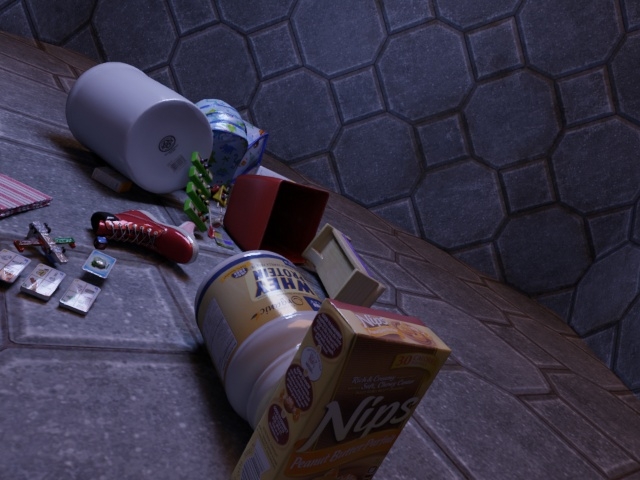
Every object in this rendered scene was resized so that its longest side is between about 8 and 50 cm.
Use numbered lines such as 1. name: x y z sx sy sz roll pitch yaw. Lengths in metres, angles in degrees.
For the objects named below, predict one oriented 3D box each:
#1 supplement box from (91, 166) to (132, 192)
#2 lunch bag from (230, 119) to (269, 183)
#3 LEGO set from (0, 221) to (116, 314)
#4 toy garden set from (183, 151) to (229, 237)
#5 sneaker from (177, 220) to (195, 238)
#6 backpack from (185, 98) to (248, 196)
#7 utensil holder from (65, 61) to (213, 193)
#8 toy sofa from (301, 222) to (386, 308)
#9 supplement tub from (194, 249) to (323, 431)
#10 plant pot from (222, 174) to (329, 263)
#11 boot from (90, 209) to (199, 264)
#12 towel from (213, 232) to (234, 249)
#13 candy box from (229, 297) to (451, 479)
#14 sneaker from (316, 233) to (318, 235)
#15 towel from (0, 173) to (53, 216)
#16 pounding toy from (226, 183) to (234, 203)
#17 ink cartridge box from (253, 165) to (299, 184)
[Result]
1. supplement box: -0.640 -0.187 1.474 0.098 0.036 0.062 30 14 1
2. lunch bag: -0.474 -0.425 2.165 0.327 0.239 0.385 32 45 9
3. LEGO set: -0.511 0.047 0.940 0.182 0.060 0.244 27 23 -18
4. toy garden set: -0.345 -0.129 1.506 0.204 0.049 0.245 63 17 -51
5. sneaker: -0.374 -0.011 1.343 0.070 0.051 0.134 32 18 6
6. backpack: -0.416 -0.346 1.797 0.290 0.356 0.273 19 18 -34
7. utensil holder: -0.583 -0.367 1.556 0.385 0.328 0.327 33 14 35
8. toy sofa: 0.082 0.106 1.517 0.177 0.150 0.363 33 13 -25
9. supplement tub: -0.082 0.183 0.865 0.228 0.229 0.316 17 18 -37
10. plant pot: -0.172 -0.090 1.620 0.235 0.268 0.267 25 10 33
11. boot: -0.430 -0.005 1.157 0.244 0.089 0.176 25 13 22
12. towel: -0.305 0.000 1.510 0.060 0.010 0.083 21 16 -29
13. candy box: 0.024 0.246 0.667 0.182 0.317 0.087 17 18 -36
14. sneaker: 0.000 0.000 2.005 0.061 0.054 0.152 24 6 20
15. towel: -0.720 -0.103 1.072 0.144 0.029 0.197 27 12 -4
16. pounding toy: -0.266 -0.154 1.886 0.205 0.094 0.181 25 13 20
17. ink cartridge box: -0.189 -0.244 2.275 0.278 0.117 0.201 25 3 -13
